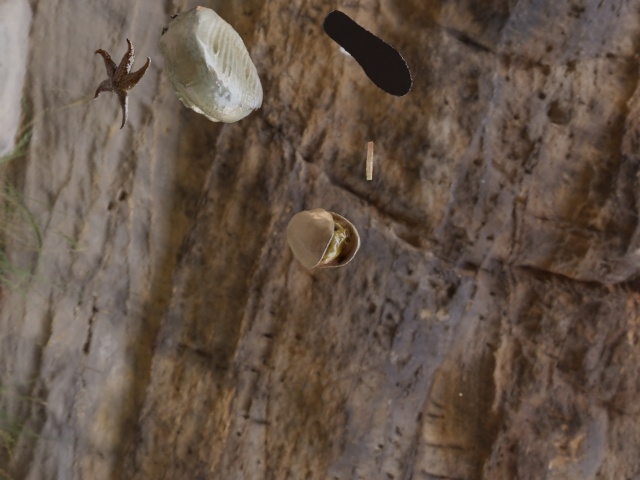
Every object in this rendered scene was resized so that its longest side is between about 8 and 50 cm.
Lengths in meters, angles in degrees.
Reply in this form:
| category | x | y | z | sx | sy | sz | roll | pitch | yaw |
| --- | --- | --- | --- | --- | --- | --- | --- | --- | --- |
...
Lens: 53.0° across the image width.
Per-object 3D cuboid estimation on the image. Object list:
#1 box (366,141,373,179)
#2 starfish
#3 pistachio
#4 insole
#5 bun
| category | x | y | z | sx | sy | sz | roll | pitch | yaw |
| --- | --- | --- | --- | --- | --- | --- | --- | --- | --- |
| box | 0.129 | -0.208 | 1.674 | 0.093 | 0.015 | 0.058 | -82 | 172 | -48 |
| starfish | -0.534 | -0.421 | 1.719 | 0.057 | 0.213 | 0.238 | -6 | 95 | -59 |
| pistachio | 0.000 | 0.000 | 1.928 | 0.188 | 0.187 | 0.299 | -68 | -157 | 2 |
| insole | 0.133 | -0.518 | 1.781 | 0.110 | 0.309 | 0.012 | -51 | -170 | 16 |
| bun | -0.223 | -0.334 | 1.254 | 0.141 | 0.239 | 0.239 | -25 | -154 | 19 |
